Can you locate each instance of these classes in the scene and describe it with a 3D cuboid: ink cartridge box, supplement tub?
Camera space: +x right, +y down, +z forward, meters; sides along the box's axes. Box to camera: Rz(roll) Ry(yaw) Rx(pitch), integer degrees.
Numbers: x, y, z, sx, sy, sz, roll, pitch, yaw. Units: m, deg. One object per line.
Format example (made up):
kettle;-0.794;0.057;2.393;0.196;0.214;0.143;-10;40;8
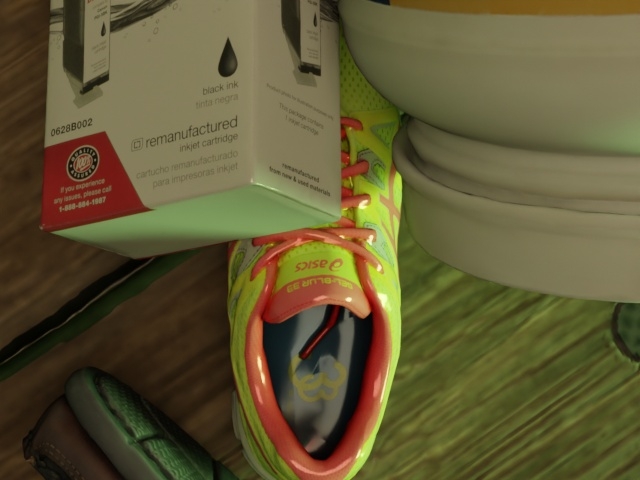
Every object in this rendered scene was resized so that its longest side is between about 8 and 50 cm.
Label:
ink cartridge box;-0.047;-0.070;0.518;0.099;0.056;0.135;-11;72;32
supplement tub;0.111;-0.159;0.465;0.228;0.228;0.316;-7;109;-6

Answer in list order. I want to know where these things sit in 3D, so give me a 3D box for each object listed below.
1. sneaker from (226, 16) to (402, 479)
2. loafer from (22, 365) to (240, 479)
sneaker;0.000;0.000;0.549;0.081;0.094;0.208;-5;93;-4
loafer;-0.018;0.184;0.556;0.095;0.109;0.302;-42;100;2
